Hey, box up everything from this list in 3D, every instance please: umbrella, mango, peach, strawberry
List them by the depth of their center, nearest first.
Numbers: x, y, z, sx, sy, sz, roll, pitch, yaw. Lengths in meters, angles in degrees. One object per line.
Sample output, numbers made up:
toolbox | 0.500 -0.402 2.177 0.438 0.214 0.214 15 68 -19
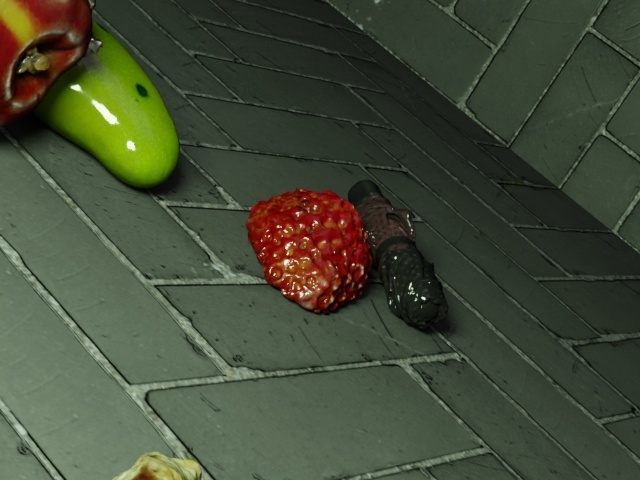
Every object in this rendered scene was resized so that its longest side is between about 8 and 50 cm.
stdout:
peach | -0.454 -0.280 1.516 0.361 0.258 0.201 36 14 2
mango | -0.294 -0.187 1.730 0.293 0.143 0.175 46 24 11
strawberry | 0.000 0.000 1.758 0.190 0.111 0.236 31 20 -12
umbrella | 0.106 0.015 1.917 0.090 0.094 0.326 -18 36 -5

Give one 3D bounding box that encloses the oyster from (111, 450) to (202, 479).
oyster | -0.115 0.279 0.952 0.271 0.100 0.275 56 22 18
